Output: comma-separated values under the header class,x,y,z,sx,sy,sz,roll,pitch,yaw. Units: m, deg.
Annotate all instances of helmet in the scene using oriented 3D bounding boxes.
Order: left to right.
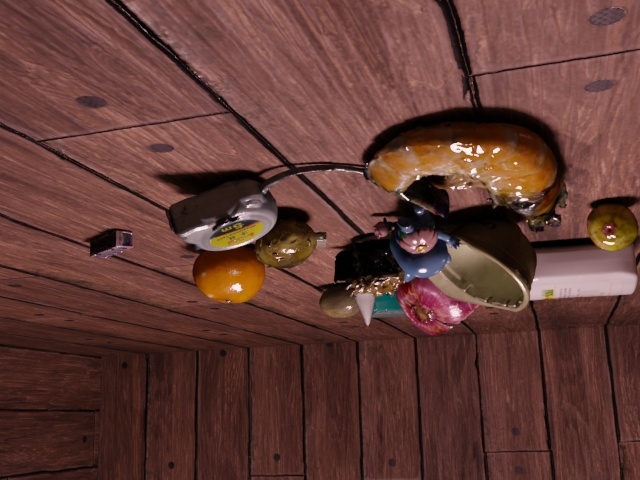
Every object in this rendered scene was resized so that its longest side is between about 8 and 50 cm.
class,x,y,z,sx,sy,sz,roll,pitch,yaw
helmet,0.323,0.025,1.482,0.257,0.137,0.204,7,141,52

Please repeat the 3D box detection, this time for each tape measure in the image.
class,x,y,z,sx,sy,sz,roll,pitch,yaw
tape measure,-0.068,-0.072,1.209,0.330,0.084,0.164,-21,166,2

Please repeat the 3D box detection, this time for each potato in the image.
class,x,y,z,sx,sy,sz,roll,pitch,yaw
potato,-0.065,0.008,1.447,0.117,0.090,0.225,-8,173,0

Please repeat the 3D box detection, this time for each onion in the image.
class,x,y,z,sx,sy,sz,roll,pitch,yaw
onion,0.258,0.104,1.712,0.201,0.200,0.207,0,-179,-8

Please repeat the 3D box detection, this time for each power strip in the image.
class,x,y,z,sx,sy,sz,roll,pitch,yaw
power strip,0.000,0.000,1.575,0.027,0.017,0.083,-2,167,-4

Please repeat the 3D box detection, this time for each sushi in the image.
class,x,y,z,sx,sy,sz,roll,pitch,yaw
sushi,0.110,0.061,1.638,0.147,0.115,0.212,1,167,-12

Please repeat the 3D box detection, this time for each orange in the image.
class,x,y,z,sx,sy,sz,roll,pitch,yaw
orange,-0.196,0.073,1.632,0.156,0.124,0.156,-4,169,-1

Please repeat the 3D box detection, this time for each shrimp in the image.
class,x,y,z,sx,sy,sz,roll,pitch,yaw
shrimp,0.237,-0.076,1.152,0.272,0.085,0.445,-7,163,32

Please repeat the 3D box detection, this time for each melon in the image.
class,x,y,z,sx,sy,sz,roll,pitch,yaw
melon,0.059,0.170,2.133,0.131,0.098,0.098,-6,166,28

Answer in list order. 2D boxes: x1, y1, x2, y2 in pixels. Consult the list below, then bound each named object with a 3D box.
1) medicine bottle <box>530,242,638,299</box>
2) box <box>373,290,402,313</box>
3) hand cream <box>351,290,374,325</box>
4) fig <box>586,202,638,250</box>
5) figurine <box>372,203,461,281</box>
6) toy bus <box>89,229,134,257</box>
class,x,y,z,sx,sy,sz,roll,pitch,yaw
medicine bottle,0.538,0.074,1.736,0.324,0.124,0.179,-6,165,12
box,0.253,0.163,2.141,0.245,0.092,0.153,1,167,-7
hand cream,0.118,0.128,1.945,0.078,0.124,0.340,-4,162,5
fig,0.548,-0.018,1.420,0.093,0.093,0.166,-8,166,25
figurine,0.168,-0.015,1.384,0.114,0.144,0.178,-37,146,-9
toy bus,-0.418,0.009,1.520,0.052,0.037,0.131,7,165,-40
